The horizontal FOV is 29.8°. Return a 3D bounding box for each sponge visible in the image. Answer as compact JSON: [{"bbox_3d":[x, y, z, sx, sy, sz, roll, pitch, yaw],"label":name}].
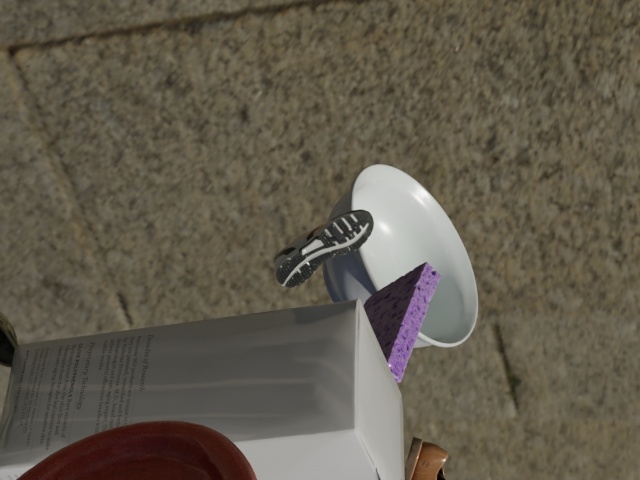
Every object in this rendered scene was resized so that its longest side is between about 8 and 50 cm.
[{"bbox_3d":[0.074,0.118,1.464,0.031,0.210,0.117,46,127,-14],"label":"sponge"}]

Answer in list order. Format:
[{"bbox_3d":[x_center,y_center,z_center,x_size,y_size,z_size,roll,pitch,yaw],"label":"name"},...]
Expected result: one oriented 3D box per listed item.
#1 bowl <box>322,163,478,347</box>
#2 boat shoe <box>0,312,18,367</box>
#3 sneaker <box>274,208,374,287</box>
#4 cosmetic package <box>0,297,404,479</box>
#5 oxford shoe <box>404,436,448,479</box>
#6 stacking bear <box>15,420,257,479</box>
[{"bbox_3d":[0.098,0.045,1.823,0.134,0.298,0.298,-30,108,33],"label":"bowl"},{"bbox_3d":[-0.358,0.095,1.267,0.048,0.056,0.153,51,172,22],"label":"boat shoe"},{"bbox_3d":[0.000,0.000,1.148,0.109,0.044,0.040,-31,118,0],"label":"sneaker"},{"bbox_3d":[-0.112,0.192,1.201,0.365,0.155,0.197,-8,140,12],"label":"cosmetic package"},{"bbox_3d":[0.171,0.420,2.034,0.076,0.076,0.212,14,135,5],"label":"oxford shoe"},{"bbox_3d":[-0.084,0.269,0.712,0.175,0.164,0.289,-9,114,10],"label":"stacking bear"}]
